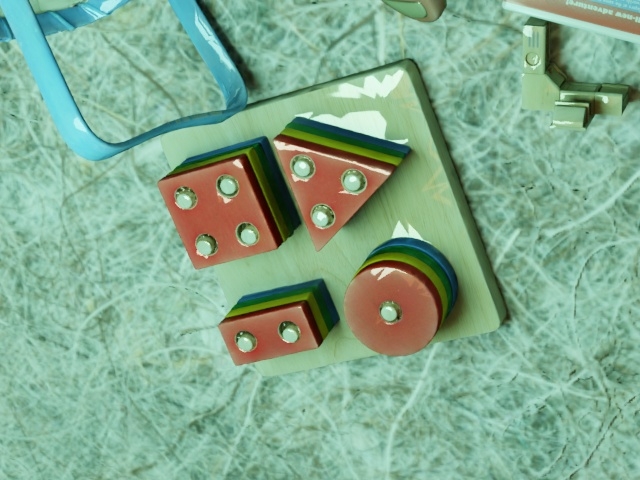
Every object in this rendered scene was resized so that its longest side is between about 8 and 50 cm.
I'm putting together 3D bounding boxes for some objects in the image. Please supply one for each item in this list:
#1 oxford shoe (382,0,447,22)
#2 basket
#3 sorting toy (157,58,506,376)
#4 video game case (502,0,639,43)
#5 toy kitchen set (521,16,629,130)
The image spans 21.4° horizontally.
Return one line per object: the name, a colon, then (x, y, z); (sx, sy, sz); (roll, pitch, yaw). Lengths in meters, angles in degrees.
oxford shoe: (0.013, -0.349, 1.304); (0.397, 0.146, 0.140); (56, 163, -26)
basket: (-0.189, -0.211, 1.393); (0.201, 0.255, 0.289); (-25, 92, 27)
sorting toy: (0.000, 0.000, 1.514); (0.255, 0.089, 0.257); (-14, 108, 26)
video game case: (0.265, -0.290, 1.308); (0.204, 0.025, 0.285); (17, 119, 13)
toy kitchen set: (0.204, -0.136, 1.380); (0.083, 0.068, 0.075); (6, 116, 19)
